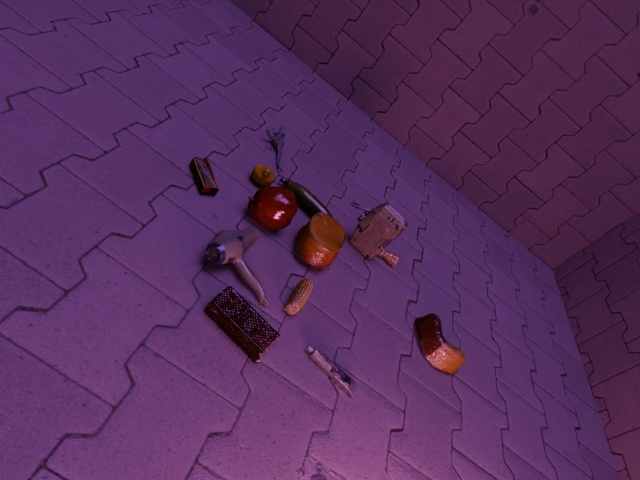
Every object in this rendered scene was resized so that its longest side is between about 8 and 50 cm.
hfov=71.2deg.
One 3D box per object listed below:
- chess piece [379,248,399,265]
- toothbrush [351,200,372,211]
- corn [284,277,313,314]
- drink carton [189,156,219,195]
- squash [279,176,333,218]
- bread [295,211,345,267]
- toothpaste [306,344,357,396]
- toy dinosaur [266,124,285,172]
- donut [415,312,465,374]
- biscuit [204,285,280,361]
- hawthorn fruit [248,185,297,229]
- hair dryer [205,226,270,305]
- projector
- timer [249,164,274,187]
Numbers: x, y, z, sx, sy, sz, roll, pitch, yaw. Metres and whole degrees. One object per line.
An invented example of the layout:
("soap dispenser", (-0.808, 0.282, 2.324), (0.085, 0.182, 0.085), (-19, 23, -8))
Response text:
("chess piece", (0.331, 0.072, 2.249), (0.122, 0.066, 0.066), (30, 35, -8))
("toothbrush", (0.298, -0.162, 2.496), (0.307, 0.030, 0.025), (20, 32, -31))
("corn", (-0.077, 0.207, 1.657), (0.063, 0.085, 0.165), (53, 35, -15))
("drink carton", (-0.466, -0.257, 1.793), (0.071, 0.056, 0.166), (0, 52, -42))
("squash", (-0.063, -0.188, 2.108), (0.331, 0.087, 0.087), (43, 33, 3))
("bread", (0.000, 0.000, 1.909), (0.195, 0.143, 0.270), (34, 32, -9))
("toothpaste", (0.038, 0.445, 1.552), (0.233, 0.038, 0.060), (44, 35, -4))
("toy dinosaur", (-0.230, -0.495, 2.276), (0.129, 0.076, 0.383), (49, 32, -37))
("donut", (0.516, 0.452, 1.970), (0.151, 0.112, 0.295), (-6, 56, -51))
("biscuit", (-0.248, 0.267, 1.425), (0.252, 0.070, 0.106), (45, 35, 2))
("hawthorn fruit", (-0.203, -0.145, 1.834), (0.202, 0.185, 0.185), (18, 41, -26))
("hair dryer", (-0.266, 0.057, 1.640), (0.298, 0.119, 0.296), (49, 26, -21))
("projector", (0.258, -0.050, 2.114), (0.193, 0.269, 0.088), (44, 33, 2))
("timer", (-0.253, -0.300, 2.010), (0.107, 0.109, 0.107), (27, 36, -22))
